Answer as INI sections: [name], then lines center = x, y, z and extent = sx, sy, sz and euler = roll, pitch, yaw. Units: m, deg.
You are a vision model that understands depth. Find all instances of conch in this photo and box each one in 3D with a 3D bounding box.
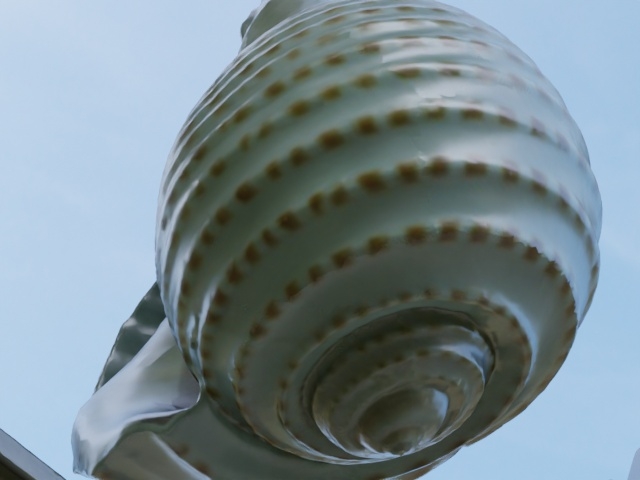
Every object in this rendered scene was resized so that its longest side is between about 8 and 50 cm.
[conch]
center = 0.013, 0.010, 0.781
extent = 0.215, 0.319, 0.303
euler = 32, -60, -7

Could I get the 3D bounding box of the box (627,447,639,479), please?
[box]
center = 0.389, 0.296, 1.692
extent = 0.055, 0.243, 0.103
euler = 16, -88, -3

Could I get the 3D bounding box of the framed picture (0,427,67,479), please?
[framed picture]
center = -0.072, 0.195, 0.368
extent = 0.024, 0.315, 0.232
euler = -33, -63, 27
